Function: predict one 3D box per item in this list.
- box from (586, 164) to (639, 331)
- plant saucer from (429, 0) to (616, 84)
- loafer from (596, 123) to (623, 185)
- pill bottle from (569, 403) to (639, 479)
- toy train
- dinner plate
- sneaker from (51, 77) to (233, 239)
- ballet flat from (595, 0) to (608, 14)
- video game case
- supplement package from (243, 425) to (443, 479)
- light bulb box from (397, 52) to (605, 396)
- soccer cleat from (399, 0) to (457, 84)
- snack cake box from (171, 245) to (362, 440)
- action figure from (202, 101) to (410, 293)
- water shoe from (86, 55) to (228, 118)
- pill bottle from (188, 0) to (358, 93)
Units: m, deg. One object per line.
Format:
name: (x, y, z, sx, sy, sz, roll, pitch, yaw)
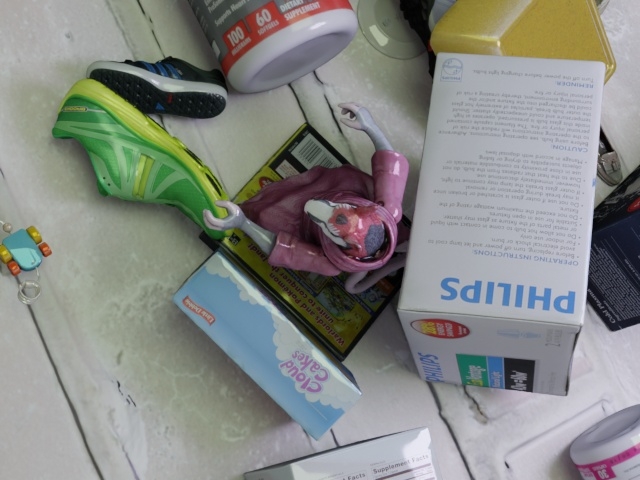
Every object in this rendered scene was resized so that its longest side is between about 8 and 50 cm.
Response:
box: (0.600, -0.048, 1.566, 0.343, 0.312, 0.179, -39, 91, -28)
plant saucer: (0.351, -0.294, 1.566, 0.333, 0.081, 0.333, -49, 129, -22)
loafer: (0.487, -0.154, 1.703, 0.045, 0.039, 0.125, -27, 86, -27)
pill bottle: (0.512, 0.401, 1.478, 0.160, 0.160, 0.283, -29, 86, -27)
toy train: (-0.435, 0.023, 1.271, 0.166, 0.046, 0.125, 18, 70, -13)
dinner plate: (0.128, -0.368, 1.635, 0.141, 0.017, 0.141, 6, 73, -19)
sneaker: (-0.240, -0.095, 1.357, 0.295, 0.109, 0.123, 40, 94, 0)
ballet flat: (0.465, -0.420, 1.752, 0.086, 0.086, 0.248, 46, 63, -4)
video game case: (0.000, 0.000, 1.460, 0.275, 0.035, 0.248, 43, 63, -6)
supplement package: (0.048, 0.397, 1.266, 0.198, 0.199, 0.263, -10, 78, -24)
light bulb box: (0.254, -0.008, 1.360, 0.225, 0.358, 0.361, 5, 69, 13)
soccer cleat: (0.213, -0.353, 1.586, 0.116, 0.108, 0.318, -25, 100, -15)
snack cake box: (-0.071, 0.131, 1.315, 0.264, 0.152, 0.089, 45, 88, -5)
action figure: (0.016, -0.004, 1.253, 0.248, 0.370, 0.276, -34, 103, -4)
water shoe: (-0.235, -0.227, 1.425, 0.203, 0.073, 0.080, 12, 43, -17)
pill bottle: (-0.113, -0.418, 1.442, 0.210, 0.210, 0.363, -25, 85, -27)
